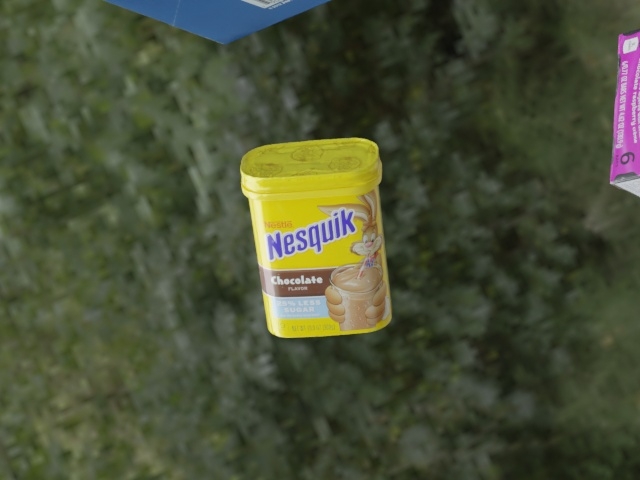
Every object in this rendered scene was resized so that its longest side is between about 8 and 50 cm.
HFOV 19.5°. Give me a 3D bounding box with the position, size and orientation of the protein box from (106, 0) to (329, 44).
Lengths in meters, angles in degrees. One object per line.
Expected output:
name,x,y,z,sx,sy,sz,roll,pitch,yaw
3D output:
protein box,-0.063,-0.234,1.144,0.201,0.200,0.136,15,-114,-45

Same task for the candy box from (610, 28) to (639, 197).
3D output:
candy box,0.380,-0.135,1.721,0.233,0.071,0.159,-13,64,47

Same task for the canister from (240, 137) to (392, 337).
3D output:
canister,0.000,0.000,1.701,0.073,0.126,0.170,-84,-12,-61
